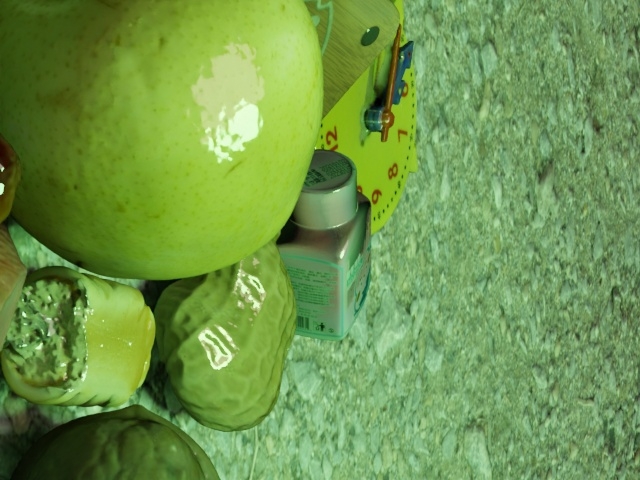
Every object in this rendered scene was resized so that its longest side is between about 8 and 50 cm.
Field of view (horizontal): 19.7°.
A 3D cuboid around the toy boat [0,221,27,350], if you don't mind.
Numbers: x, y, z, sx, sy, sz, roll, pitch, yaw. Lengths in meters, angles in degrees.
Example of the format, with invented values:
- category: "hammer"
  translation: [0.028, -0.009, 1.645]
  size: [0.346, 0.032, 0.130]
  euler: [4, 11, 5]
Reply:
- category: "toy boat"
  translation: [-0.305, 0.087, 1.443]
  size: [0.141, 0.099, 0.318]
  euler: [100, 7, -68]

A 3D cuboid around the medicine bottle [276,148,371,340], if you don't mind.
- category: "medicine bottle"
  translation: [0.000, 0.000, 1.959]
  size: [0.119, 0.094, 0.188]
  euler: [-63, 159, -48]

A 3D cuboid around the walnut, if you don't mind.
- category: "walnut"
  translation: [-0.179, 0.252, 1.595]
  size: [0.224, 0.224, 0.224]
  euler: [-15, 107, -61]

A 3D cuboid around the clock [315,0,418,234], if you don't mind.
- category: "clock"
  translation: [0.052, -0.142, 2.106]
  size: [0.293, 0.071, 0.277]
  euler: [-46, 133, -50]

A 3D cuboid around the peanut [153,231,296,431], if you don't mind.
- category: "peanut"
  translation: [-0.089, 0.070, 1.828]
  size: [0.197, 0.110, 0.233]
  euler: [51, 52, -53]

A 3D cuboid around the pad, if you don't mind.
- category: "pad"
  translation: [-0.064, -0.158, 1.771]
  size: [0.284, 0.018, 0.286]
  euler: [-49, 151, 6]

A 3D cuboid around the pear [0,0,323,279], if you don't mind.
- category: "pear"
  translation: [-0.140, -0.111, 1.509]
  size: [0.309, 0.309, 0.309]
  euler: [-15, 107, -61]

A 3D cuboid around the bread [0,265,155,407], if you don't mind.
- category: "bread"
  translation: [-0.213, 0.089, 1.617]
  size: [0.177, 0.084, 0.119]
  euler: [21, 77, -62]

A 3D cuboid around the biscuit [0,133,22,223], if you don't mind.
- category: "biscuit"
  translation: [-0.388, -0.012, 1.181]
  size: [0.395, 0.166, 0.343]
  euler: [55, 45, -53]
